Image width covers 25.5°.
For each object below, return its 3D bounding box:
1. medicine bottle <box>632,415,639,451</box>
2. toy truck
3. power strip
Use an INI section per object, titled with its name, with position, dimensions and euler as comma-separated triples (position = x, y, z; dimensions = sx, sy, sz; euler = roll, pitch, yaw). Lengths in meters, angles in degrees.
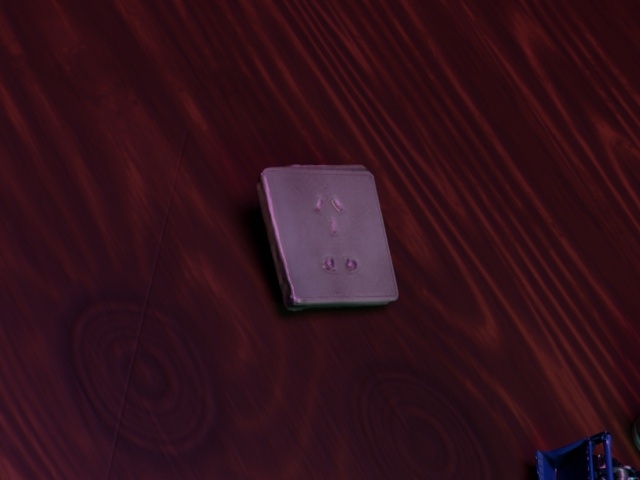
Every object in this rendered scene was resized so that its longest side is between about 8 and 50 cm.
[medicine bottle]
position = 0.533, 0.243, 2.018
dimensions = 0.107, 0.191, 0.107
euler = 17, 48, -20
[toy truck]
position = 0.396, 0.342, 1.904
dimensions = 0.208, 0.126, 0.113
euler = 18, 48, -17
[power strip]
position = 0.000, 0.000, 1.977
dimensions = 0.198, 0.064, 0.213
euler = -1, 70, -34
